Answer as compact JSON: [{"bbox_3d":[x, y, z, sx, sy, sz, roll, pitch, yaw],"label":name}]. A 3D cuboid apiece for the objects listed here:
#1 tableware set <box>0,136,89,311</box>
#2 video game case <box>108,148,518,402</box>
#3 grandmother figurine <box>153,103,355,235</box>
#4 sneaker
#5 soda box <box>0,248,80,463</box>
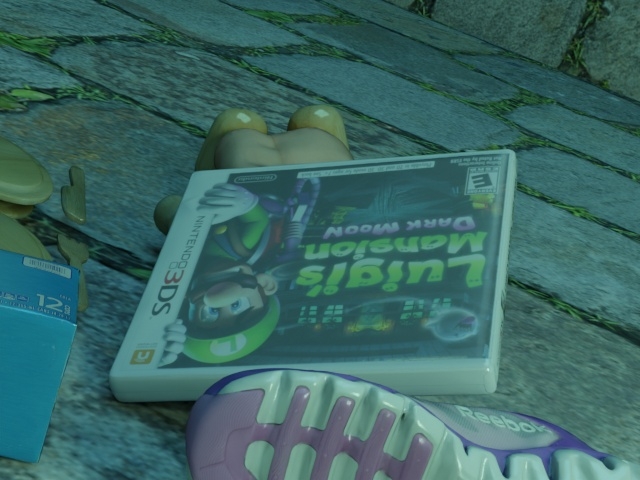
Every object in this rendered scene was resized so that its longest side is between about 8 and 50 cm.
[{"bbox_3d":[-0.203,-0.014,0.765,0.128,0.039,0.194,25,20,-22],"label":"tableware set"},{"bbox_3d":[0.003,0.014,0.680,0.190,0.022,0.173,-3,39,15],"label":"video game case"},{"bbox_3d":[0.000,0.000,0.849,0.208,0.104,0.342,-11,24,-3],"label":"grandmother figurine"},{"bbox_3d":[0.046,0.108,0.580,0.236,0.095,0.104,18,10,-21],"label":"sneaker"},{"bbox_3d":[-0.214,0.030,0.558,0.210,0.071,0.067,15,17,-14],"label":"soda box"}]
